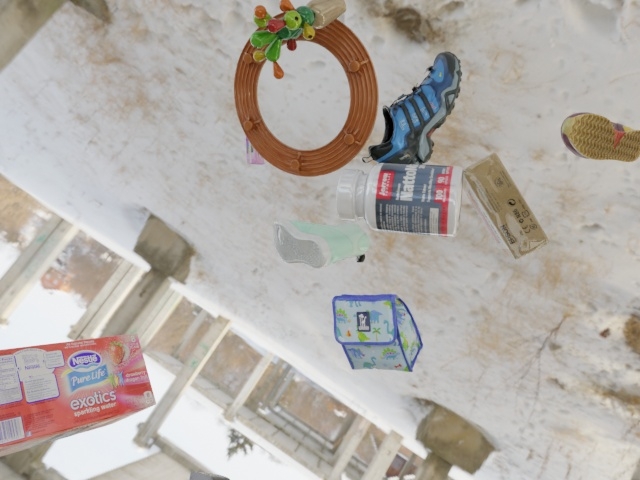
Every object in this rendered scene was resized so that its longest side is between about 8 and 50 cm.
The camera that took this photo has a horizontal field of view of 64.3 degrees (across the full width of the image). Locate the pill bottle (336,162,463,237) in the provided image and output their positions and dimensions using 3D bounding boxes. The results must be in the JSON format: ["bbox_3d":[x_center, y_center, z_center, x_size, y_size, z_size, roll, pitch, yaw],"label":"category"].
[{"bbox_3d":[0.121,-0.064,0.780,0.180,0.107,0.108,5,158,17],"label":"pill bottle"}]

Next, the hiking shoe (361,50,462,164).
[{"bbox_3d":[0.209,-0.289,1.120,0.132,0.303,0.113,23,176,-11],"label":"hiking shoe"}]

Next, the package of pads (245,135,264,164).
[{"bbox_3d":[-0.161,-0.228,1.252,0.032,0.083,0.050,-2,-178,23],"label":"package of pads"}]

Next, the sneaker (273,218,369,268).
[{"bbox_3d":[0.000,0.001,1.136,0.256,0.151,0.094,22,118,56],"label":"sneaker"}]

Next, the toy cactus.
[{"bbox_3d":[-0.036,-0.377,0.903,0.112,0.181,0.219,63,174,-6],"label":"toy cactus"}]

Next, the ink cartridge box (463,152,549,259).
[{"bbox_3d":[0.424,-0.073,1.199,0.234,0.088,0.193,61,-170,8],"label":"ink cartridge box"}]

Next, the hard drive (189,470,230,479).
[{"bbox_3d":[-0.247,0.642,1.102,0.054,0.254,0.172,-4,152,10],"label":"hard drive"}]

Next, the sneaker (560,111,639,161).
[{"bbox_3d":[0.430,-0.165,0.813,0.186,0.069,0.084,7,-163,-30],"label":"sneaker"}]

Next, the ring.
[{"bbox_3d":[-0.043,-0.293,1.046,0.337,0.336,0.032,30,-151,14],"label":"ring"}]

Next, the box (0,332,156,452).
[{"bbox_3d":[-0.467,0.268,0.895,0.300,0.142,0.153,4,-119,-58],"label":"box"}]

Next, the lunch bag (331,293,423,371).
[{"bbox_3d":[0.100,0.162,0.928,0.129,0.096,0.151,-6,117,31],"label":"lunch bag"}]
